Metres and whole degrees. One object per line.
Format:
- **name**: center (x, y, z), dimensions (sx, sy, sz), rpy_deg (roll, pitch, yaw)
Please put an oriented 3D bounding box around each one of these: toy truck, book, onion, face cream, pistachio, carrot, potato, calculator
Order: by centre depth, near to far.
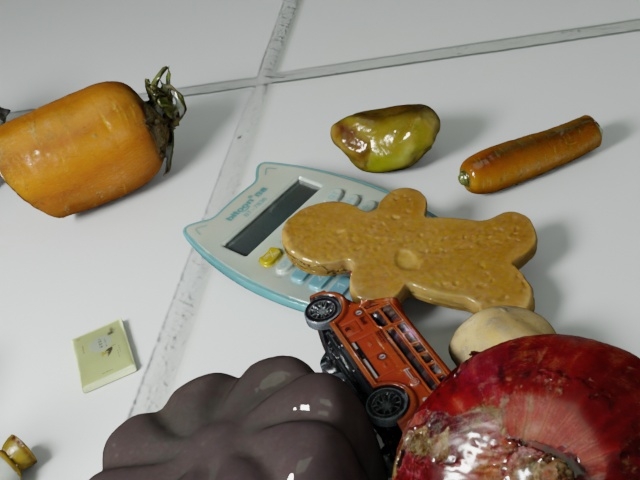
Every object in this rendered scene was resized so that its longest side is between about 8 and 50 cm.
- **onion**: center (0.196, 0.217, 0.746), dimensions (0.276, 0.276, 0.276), rpy_deg (-10, 38, 8)
- **potato**: center (0.217, 0.129, 0.968), dimensions (0.147, 0.112, 0.112), rpy_deg (28, 56, 36)
- **toy truck**: center (0.076, 0.151, 0.988), dimensions (0.114, 0.107, 0.253), rpy_deg (-24, 39, -11)
- **face cream**: center (-0.422, 0.308, 1.020), dimensions (0.072, 0.051, 0.182), rpy_deg (17, 48, 41)
- **book**: center (-0.302, 0.157, 1.195), dimensions (0.077, 0.014, 0.111), rpy_deg (-23, 38, -9)
- **calculator**: center (0.000, 0.000, 1.250), dimensions (0.386, 0.054, 0.256), rpy_deg (19, 50, 36)
- **carrot**: center (0.306, -0.123, 1.280), dimensions (0.225, 0.067, 0.067), rpy_deg (-21, 37, -8)
- **pistachio**: center (0.109, -0.164, 1.384), dimensions (0.189, 0.100, 0.110), rpy_deg (-6, 15, 27)
- **carrot**: center (-0.375, -0.166, 1.487), dimensions (0.331, 0.214, 0.193), rpy_deg (-29, 68, -10)

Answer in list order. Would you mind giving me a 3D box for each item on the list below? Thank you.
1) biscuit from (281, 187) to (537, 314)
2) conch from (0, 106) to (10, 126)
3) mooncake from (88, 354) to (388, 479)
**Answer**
- **biscuit**: center (0.113, 0.019, 1.137), dimensions (0.339, 0.047, 0.216), rpy_deg (6, 46, 13)
- **conch**: center (-0.715, -0.189, 1.609), dimensions (0.313, 0.241, 0.186), rpy_deg (-10, 22, 30)
- **mooncake**: center (-0.087, 0.249, 0.860), dimensions (0.306, 0.154, 0.306), rpy_deg (-17, 25, 8)
